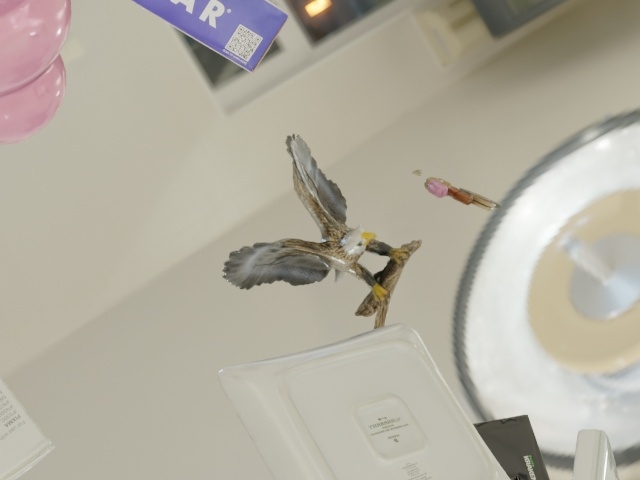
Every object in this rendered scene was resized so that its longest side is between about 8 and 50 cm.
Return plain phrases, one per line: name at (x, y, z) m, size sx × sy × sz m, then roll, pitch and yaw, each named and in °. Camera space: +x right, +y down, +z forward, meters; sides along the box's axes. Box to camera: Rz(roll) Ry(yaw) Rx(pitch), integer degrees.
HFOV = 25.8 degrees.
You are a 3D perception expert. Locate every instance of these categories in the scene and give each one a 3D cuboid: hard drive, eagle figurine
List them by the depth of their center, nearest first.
hard drive at (0.325, 0.409, 1.662) m, size 0.040 × 0.203 × 0.307 m, roll -3°, pitch -137°, yaw 21°
eagle figurine at (0.006, -0.005, 2.155) m, size 0.225 × 0.298 × 0.226 m, roll -48°, pitch -154°, yaw 36°

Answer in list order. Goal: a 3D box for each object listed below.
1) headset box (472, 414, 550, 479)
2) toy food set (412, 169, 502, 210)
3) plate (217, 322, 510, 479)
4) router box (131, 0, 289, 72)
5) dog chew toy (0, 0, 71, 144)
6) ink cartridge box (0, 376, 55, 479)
headset box at (0.247, 0.431, 2.183) m, size 0.131 × 0.246 × 0.283 m, roll -4°, pitch 158°, yaw -34°
toy food set at (0.177, -0.060, 1.830) m, size 0.078 × 0.122 × 0.019 m, roll -24°, pitch 137°, yaw -77°
plate at (0.066, 0.213, 1.500) m, size 0.277 × 0.278 × 0.045 m, roll -10°, pitch 147°, yaw -38°
router box at (-0.224, -0.352, 1.629) m, size 0.082 × 0.335 × 0.301 m, roll -55°, pitch -154°, yaw 12°
dog chew toy at (-0.321, -0.223, 1.273) m, size 0.207 × 0.331 × 0.206 m, roll -4°, pitch -135°, yaw 4°
ink cartridge box at (-0.568, 0.200, 1.963) m, size 0.160 × 0.384 × 0.279 m, roll -37°, pitch 179°, yaw -24°
